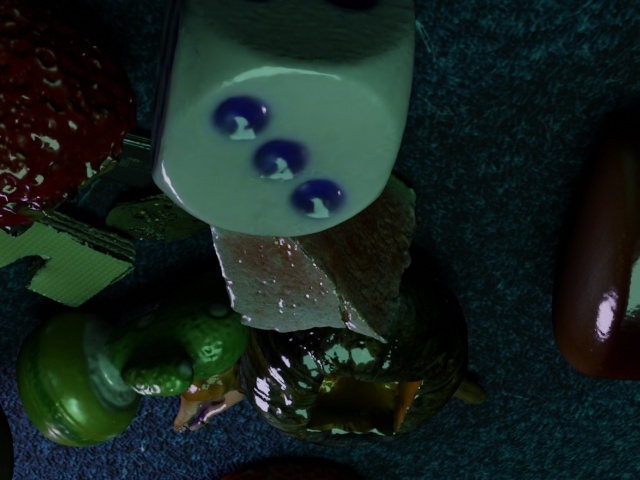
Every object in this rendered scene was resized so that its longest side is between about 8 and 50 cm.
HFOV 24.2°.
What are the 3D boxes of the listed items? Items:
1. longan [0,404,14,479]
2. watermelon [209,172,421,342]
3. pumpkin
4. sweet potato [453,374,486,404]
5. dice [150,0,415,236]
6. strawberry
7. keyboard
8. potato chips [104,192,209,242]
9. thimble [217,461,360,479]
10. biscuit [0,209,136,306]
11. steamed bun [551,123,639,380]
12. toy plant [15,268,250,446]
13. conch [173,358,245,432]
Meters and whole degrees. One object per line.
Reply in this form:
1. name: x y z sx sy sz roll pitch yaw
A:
1. longan: -0.588 0.281 1.982 0.336 0.404 0.404 17 148 29
2. watermelon: 0.000 0.000 1.812 0.193 0.232 0.310 4 -174 22
3. pumpkin: 0.046 0.151 2.018 0.320 0.192 0.320 -6 139 -5
4. sweet potato: 0.183 0.209 2.204 0.182 0.054 0.053 13 97 -40
5. dice: -0.048 -0.177 1.610 0.251 0.243 0.259 4 140 -12
6. strawberry: -0.345 -0.153 1.612 0.257 0.257 0.277 -31 103 25
7. keyboard: -0.227 -0.097 1.832 0.230 0.025 0.094 14 133 -22
8. potato chips: -0.184 -0.030 1.890 0.209 0.026 0.142 -6 156 16
9. thimble: -0.068 0.523 2.392 0.350 0.231 0.350 -4 137 -4
10. biscuit: -0.373 0.005 1.903 0.250 0.046 0.147 25 138 -31
11. steamed bun: 0.430 0.039 1.901 0.235 0.248 0.379 1 139 -8
12. toy plant: -0.235 0.148 1.968 0.315 0.224 0.184 -25 114 22
13. conch: -0.168 0.199 2.135 0.109 0.093 0.330 -11 162 -21
